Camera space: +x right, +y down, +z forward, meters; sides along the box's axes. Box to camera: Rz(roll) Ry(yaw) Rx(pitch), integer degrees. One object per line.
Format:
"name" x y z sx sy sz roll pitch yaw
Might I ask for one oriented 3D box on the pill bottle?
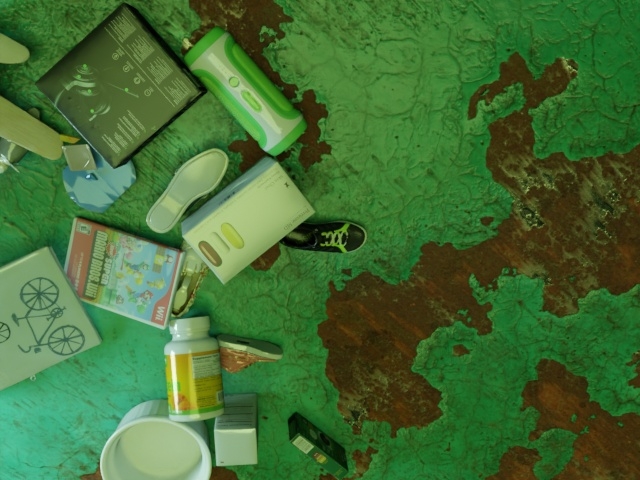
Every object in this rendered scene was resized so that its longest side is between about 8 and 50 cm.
"pill bottle" -0.315 0.314 1.739 0.137 0.136 0.245 -6 85 -2

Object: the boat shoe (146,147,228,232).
"boat shoe" -0.312 -0.124 1.662 0.095 0.079 0.254 36 104 -16

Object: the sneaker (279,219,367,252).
"sneaker" 0.000 0.000 1.710 0.235 0.097 0.084 2 107 -5

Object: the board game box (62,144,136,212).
"board game box" -0.522 -0.153 1.664 0.169 0.033 0.133 -43 100 4

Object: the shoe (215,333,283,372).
"shoe" -0.188 0.301 1.810 0.178 0.063 0.081 12 107 -2

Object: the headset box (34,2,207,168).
"headset box" -0.439 -0.330 1.550 0.283 0.131 0.246 -41 101 6

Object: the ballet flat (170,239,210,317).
"ballet flat" -0.322 0.088 1.726 0.091 0.077 0.240 16 105 -8

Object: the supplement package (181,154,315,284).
"supplement package" -0.171 -0.054 1.607 0.262 0.204 0.145 -39 106 -2

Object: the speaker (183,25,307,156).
"speaker" -0.167 -0.334 1.582 0.131 0.131 0.296 -41 105 8

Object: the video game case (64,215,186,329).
"video game case" -0.483 0.079 1.702 0.285 0.025 0.204 18 105 6

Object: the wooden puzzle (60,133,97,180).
"wooden puzzle" -0.553 -0.192 1.612 0.079 0.014 0.116 6 128 8

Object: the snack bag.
"snack bag" -0.736 0.206 1.662 0.343 0.037 0.323 -27 127 -14

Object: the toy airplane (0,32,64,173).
"toy airplane" -0.799 -0.302 1.506 0.384 0.272 0.386 -27 101 -35

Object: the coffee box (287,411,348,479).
"coffee box" -0.007 0.548 1.869 0.184 0.113 0.040 41 99 -16

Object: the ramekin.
"ramekin" -0.418 0.551 1.829 0.277 0.135 0.277 -1 107 -3

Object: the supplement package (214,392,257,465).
"supplement package" -0.213 0.481 1.798 0.105 0.179 0.105 -1 107 -4
